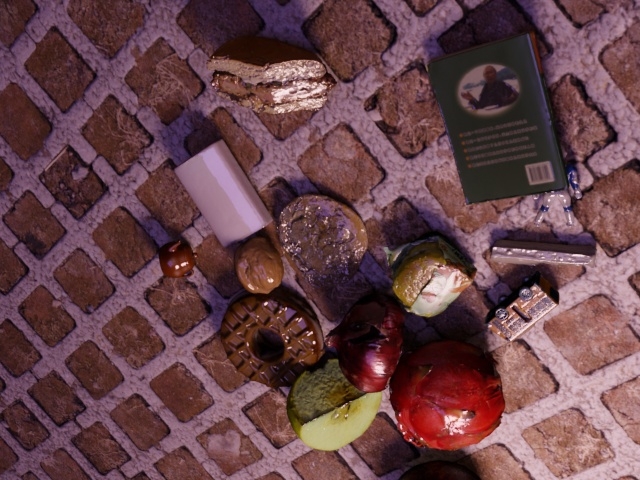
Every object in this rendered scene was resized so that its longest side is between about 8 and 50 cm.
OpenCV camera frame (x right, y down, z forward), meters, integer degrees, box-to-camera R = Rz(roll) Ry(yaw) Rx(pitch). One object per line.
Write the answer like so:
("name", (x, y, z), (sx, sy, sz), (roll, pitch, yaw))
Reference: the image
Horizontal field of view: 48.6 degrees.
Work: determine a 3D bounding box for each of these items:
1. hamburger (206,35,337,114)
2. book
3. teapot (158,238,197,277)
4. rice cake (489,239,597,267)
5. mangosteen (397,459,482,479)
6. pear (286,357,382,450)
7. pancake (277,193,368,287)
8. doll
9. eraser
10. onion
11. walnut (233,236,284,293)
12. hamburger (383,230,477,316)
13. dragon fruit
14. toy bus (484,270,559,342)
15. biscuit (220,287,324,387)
("hamburger", (-0.131, -0.419, 1.776), (0.282, 0.245, 0.155), (-19, 141, -14))
("book", (0.415, -0.275, 1.661), (0.260, 0.043, 0.371), (-7, 108, 35))
("teapot", (-0.422, 0.057, 2.133), (0.116, 0.116, 0.173), (9, 142, 17))
("rice cake", (0.552, 0.036, 1.769), (0.256, 0.052, 0.057), (5, 143, 19))
("mangosteen", (0.341, 0.795, 2.030), (0.330, 0.330, 0.330), (8, 115, 18))
("pear", (0.033, 0.495, 2.093), (0.159, 0.292, 0.292), (50, 131, 44))
("pancake", (0.000, 0.001, 1.968), (0.282, 0.049, 0.282), (8, 116, 17))
("doll", (0.564, -0.141, 1.684), (0.114, 0.057, 0.227), (3, 116, 19))
("eraser", (-0.274, -0.129, 1.993), (0.174, 0.095, 0.270), (-27, 101, 28))
("onion", (0.112, 0.266, 1.909), (0.195, 0.272, 0.272), (11, 120, -17))
("walnut", (-0.178, 0.073, 2.015), (0.166, 0.149, 0.166), (16, 113, 42))
("hamburger", (0.268, 0.086, 1.854), (0.235, 0.125, 0.214), (40, 111, -15))
("dragon fruit", (0.338, 0.409, 1.885), (0.302, 0.295, 0.295), (-16, 106, 8))
("toy bus", (0.518, 0.176, 1.820), (0.103, 0.091, 0.182), (43, 119, 0))
("biscuit", (-0.149, 0.290, 2.121), (0.332, 0.103, 0.332), (9, 115, 19))
